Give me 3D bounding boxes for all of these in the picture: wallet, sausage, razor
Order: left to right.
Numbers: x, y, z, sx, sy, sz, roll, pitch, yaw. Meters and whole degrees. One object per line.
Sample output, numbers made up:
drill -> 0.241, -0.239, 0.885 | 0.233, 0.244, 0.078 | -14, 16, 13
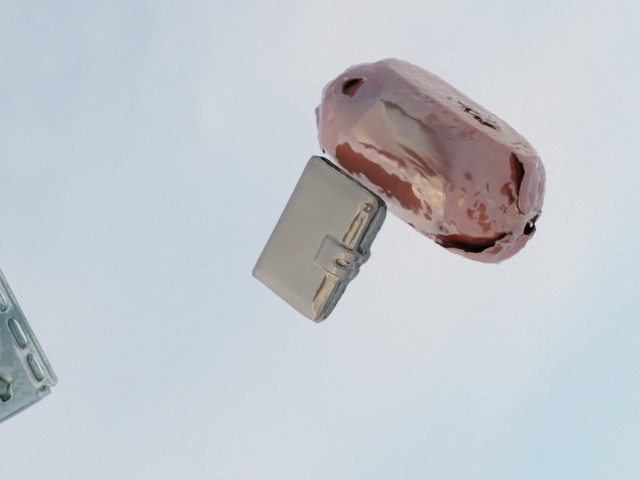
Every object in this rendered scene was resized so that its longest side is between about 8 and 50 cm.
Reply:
razor -> -0.207, 0.033, 0.622 | 0.068, 0.106, 0.232 | -30, -12, -4
wallet -> 0.000, 0.000, 1.300 | 0.039, 0.118, 0.152 | 12, -67, -53
sausage -> 0.115, -0.089, 1.327 | 0.152, 0.280, 0.152 | -42, -27, -27
